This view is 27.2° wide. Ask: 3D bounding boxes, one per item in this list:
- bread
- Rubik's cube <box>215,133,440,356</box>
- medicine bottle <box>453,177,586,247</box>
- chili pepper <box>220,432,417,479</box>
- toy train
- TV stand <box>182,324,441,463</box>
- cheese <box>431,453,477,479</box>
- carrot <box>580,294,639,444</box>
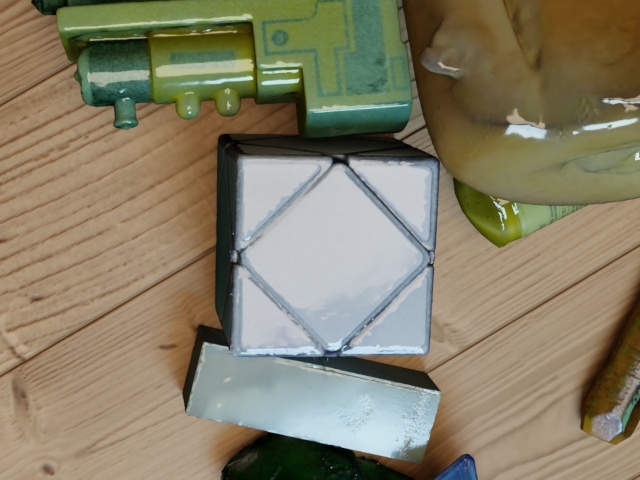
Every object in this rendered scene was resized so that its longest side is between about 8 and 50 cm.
[{"bbox_3d":[0.255,-0.226,1.291,0.348,0.253,0.376,-11,67,3],"label":"bread"},{"bbox_3d":[0.000,0.000,1.365,0.207,0.205,0.205,2,100,-10],"label":"Rubik's cube"},{"bbox_3d":[0.260,-0.087,1.437,0.239,0.124,0.124,-25,103,-4],"label":"medicine bottle"},{"bbox_3d":[0.020,0.303,1.466,0.264,0.116,0.148,32,89,-14],"label":"chili pepper"},{"bbox_3d":[-0.099,-0.212,1.316,0.369,0.150,0.237,-5,81,-6],"label":"toy train"},{"bbox_3d":[-0.012,0.167,1.457,0.269,0.083,0.088,14,99,-12],"label":"TV stand"},{"bbox_3d":[0.160,0.386,1.481,0.204,0.083,0.320,-32,126,-33],"label":"cheese"},{"bbox_3d":[0.374,0.111,1.519,0.070,0.070,0.260,23,94,-12],"label":"carrot"}]
